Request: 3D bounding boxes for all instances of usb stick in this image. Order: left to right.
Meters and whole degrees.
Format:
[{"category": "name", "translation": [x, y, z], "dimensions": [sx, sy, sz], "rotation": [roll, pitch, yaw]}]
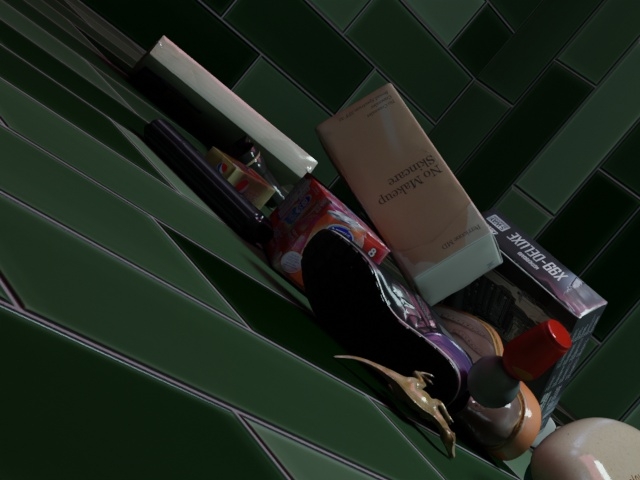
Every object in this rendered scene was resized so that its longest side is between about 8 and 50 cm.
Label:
[{"category": "usb stick", "translation": [-0.169, -0.091, 1.870], "dimensions": [0.278, 0.045, 0.077], "rotation": [43, -2, 31]}]

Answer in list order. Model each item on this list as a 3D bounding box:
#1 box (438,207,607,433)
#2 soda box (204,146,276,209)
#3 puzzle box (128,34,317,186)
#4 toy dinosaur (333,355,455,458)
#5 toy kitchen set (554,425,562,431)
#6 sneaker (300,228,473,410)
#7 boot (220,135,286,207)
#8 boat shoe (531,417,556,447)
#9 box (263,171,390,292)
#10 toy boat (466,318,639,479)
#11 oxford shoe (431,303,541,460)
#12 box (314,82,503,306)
[{"category": "box", "translation": [0.292, 0.141, 1.979], "dimensions": [0.076, 0.307, 0.242], "rotation": [-22, 54, -36]}, {"category": "soda box", "translation": [-0.139, -0.092, 2.014], "dimensions": [0.058, 0.061, 0.181], "rotation": [42, 5, 20]}, {"category": "puzzle box", "translation": [-0.210, -0.260, 2.623], "dimensions": [0.409, 0.052, 0.272], "rotation": [39, -12, -14]}, {"category": "toy dinosaur", "translation": [0.105, 0.178, 1.490], "dimensions": [0.183, 0.053, 0.092], "rotation": [41, 6, 8]}, {"category": "toy kitchen set", "translation": [0.475, 0.414, 2.082], "dimensions": [0.207, 0.122, 0.166], "rotation": [20, 7, -6]}, {"category": "sneaker", "translation": [0.089, 0.101, 1.651], "dimensions": [0.283, 0.107, 0.124], "rotation": [50, 24, 12]}, {"category": "boot", "translation": [-0.134, -0.129, 2.485], "dimensions": [0.137, 0.077, 0.198], "rotation": [54, -1, -17]}, {"category": "boat shoe", "translation": [0.334, 0.299, 2.180], "dimensions": [0.184, 0.066, 0.063], "rotation": [28, 10, -22]}, {"category": "box", "translation": [0.000, 0.000, 1.856], "dimensions": [0.122, 0.128, 0.257], "rotation": [39, 4, -14]}, {"category": "toy boat", "translation": [0.300, 0.257, 1.509], "dimensions": [0.267, 0.148, 0.318], "rotation": [2, 53, -51]}, {"category": "oxford shoe", "translation": [0.188, 0.171, 1.802], "dimensions": [0.133, 0.130, 0.363], "rotation": [31, 8, -27]}, {"category": "box", "translation": [0.132, -0.068, 1.891], "dimensions": [0.311, 0.148, 0.121], "rotation": [58, -1, 28]}]
